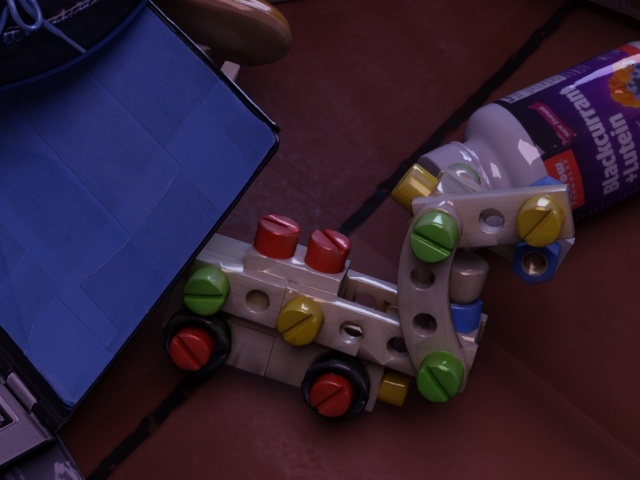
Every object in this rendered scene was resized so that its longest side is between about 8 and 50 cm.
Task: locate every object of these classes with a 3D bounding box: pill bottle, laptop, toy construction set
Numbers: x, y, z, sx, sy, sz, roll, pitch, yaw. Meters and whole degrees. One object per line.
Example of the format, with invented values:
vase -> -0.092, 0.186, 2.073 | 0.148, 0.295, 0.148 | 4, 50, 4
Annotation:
pill bottle -> 0.173, -0.064, 1.273 | 0.194, 0.108, 0.108 | -25, 68, -14
laptop -> -0.317, -0.037, 1.139 | 0.408, 0.236, 0.382 | -28, 61, -35
toy construction set -> 0.000, 0.000, 1.183 | 0.328, 0.215, 0.151 | 25, 29, 19

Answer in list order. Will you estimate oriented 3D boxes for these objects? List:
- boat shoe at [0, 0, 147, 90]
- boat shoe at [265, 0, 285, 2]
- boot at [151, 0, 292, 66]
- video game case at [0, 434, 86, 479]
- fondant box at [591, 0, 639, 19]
boat shoe -> -0.219, -0.142, 1.109 | 0.258, 0.089, 0.109 | -31, 66, -5
boat shoe -> 0.011, -0.224, 1.380 | 0.142, 0.040, 0.049 | -17, 66, -10
boot -> -0.107, -0.255, 1.319 | 0.295, 0.104, 0.211 | 18, 67, 30
video game case -> -0.297, 0.202, 1.169 | 0.274, 0.026, 0.196 | -29, 69, -16
fondant box -> 0.331, -0.271, 1.338 | 0.330, 0.096, 0.238 | 24, 77, 17
